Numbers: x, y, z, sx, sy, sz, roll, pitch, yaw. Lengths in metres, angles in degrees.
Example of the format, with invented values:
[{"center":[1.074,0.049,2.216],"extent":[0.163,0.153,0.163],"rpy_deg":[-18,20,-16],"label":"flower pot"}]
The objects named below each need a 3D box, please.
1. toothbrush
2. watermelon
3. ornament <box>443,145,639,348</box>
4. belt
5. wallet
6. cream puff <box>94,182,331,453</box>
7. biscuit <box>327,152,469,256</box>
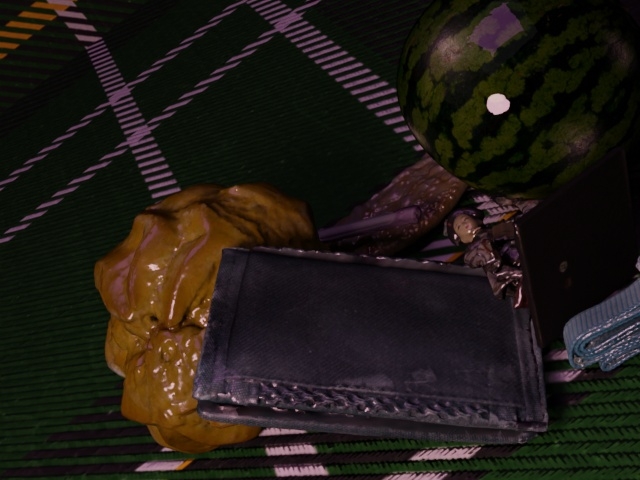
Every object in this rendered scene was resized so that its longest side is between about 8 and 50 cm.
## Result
[{"center":[0.000,0.000,1.470],"extent":[0.354,0.029,0.024],"rpy_deg":[-14,43,45],"label":"toothbrush"},{"center":[0.238,-0.180,1.279],"extent":[0.285,0.285,0.285],"rpy_deg":[-27,31,18],"label":"watermelon"},{"center":[0.196,-0.013,1.151],"extent":[0.166,0.153,0.196],"rpy_deg":[-33,33,-24],"label":"ornament"},{"center":[0.306,0.058,1.048],"extent":[0.179,0.100,0.065],"rpy_deg":[-30,26,19],"label":"belt"},{"center":[0.053,0.105,1.142],"extent":[0.341,0.075,0.237],"rpy_deg":[4,40,1],"label":"wallet"},{"center":[-0.131,0.084,1.317],"extent":[0.323,0.274,0.270],"rpy_deg":[-35,19,10],"label":"cream puff"},{"center":[0.117,-0.043,1.457],"extent":[0.289,0.038,0.141],"rpy_deg":[-39,29,2],"label":"biscuit"}]
